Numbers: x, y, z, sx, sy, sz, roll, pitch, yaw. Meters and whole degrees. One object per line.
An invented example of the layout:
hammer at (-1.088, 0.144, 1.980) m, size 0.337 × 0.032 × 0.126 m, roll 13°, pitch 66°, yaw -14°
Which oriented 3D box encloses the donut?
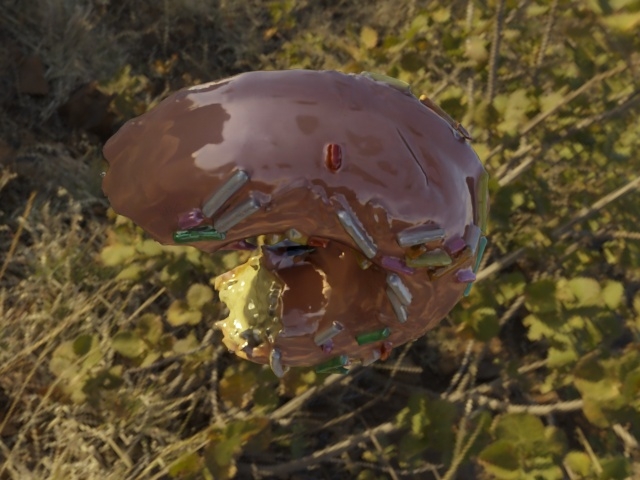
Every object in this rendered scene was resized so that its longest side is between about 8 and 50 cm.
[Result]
donut at (0.000, 0.000, 0.527) m, size 0.233 × 0.199 × 0.085 m, roll 58°, pitch 26°, yaw -50°
